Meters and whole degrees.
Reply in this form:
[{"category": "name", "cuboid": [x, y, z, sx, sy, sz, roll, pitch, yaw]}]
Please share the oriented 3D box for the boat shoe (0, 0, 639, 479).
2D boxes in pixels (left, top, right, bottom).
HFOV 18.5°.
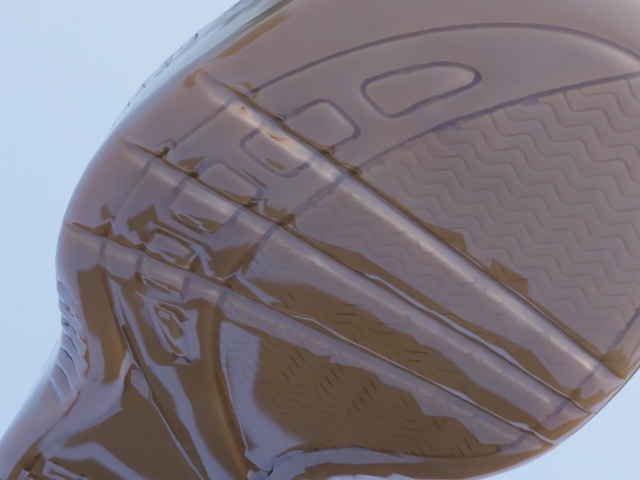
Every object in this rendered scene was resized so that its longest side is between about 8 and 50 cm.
[{"category": "boat shoe", "cuboid": [0.000, 0.000, 0.500, 0.122, 0.341, 0.110, 34, -125, -8]}]
